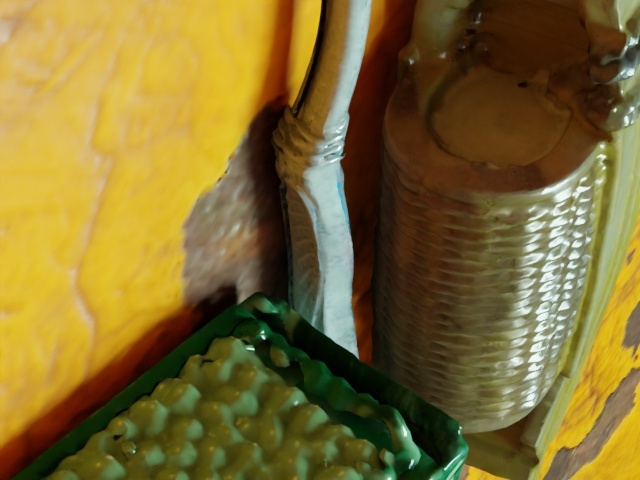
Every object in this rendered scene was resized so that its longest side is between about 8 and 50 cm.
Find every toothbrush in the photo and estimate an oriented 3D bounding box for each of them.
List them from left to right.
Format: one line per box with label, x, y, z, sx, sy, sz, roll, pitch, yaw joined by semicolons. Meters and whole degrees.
toothbrush;0.000;0.000;0.616;0.042;0.035;0.413;-24;144;-17

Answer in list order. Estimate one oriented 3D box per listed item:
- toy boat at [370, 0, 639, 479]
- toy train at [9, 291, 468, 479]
toy boat;0.066;-0.004;0.655;0.115;0.089;0.310;-56;161;-39
toy train;-0.059;0.143;0.583;0.269;0.115;0.154;-38;154;-33
